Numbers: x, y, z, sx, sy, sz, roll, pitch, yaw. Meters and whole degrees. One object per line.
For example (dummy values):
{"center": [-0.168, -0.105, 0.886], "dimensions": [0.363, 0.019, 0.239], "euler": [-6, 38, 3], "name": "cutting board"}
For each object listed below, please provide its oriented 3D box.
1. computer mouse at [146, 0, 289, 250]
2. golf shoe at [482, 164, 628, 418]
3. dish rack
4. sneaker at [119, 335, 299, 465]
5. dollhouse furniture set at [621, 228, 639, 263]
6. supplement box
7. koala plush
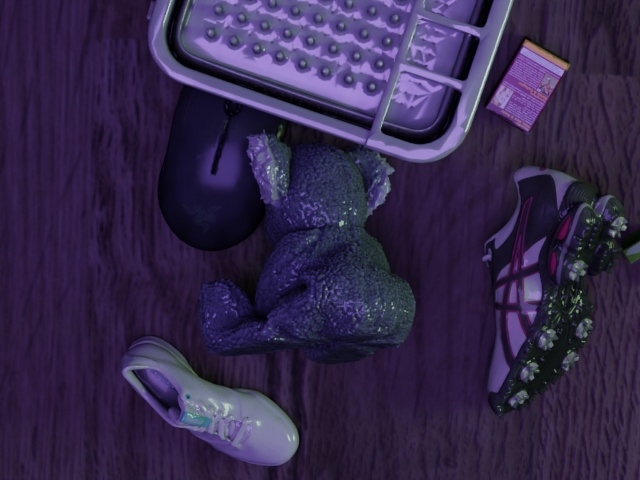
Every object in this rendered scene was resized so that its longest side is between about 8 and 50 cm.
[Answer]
{"center": [-0.104, -0.116, 1.811], "dimensions": [0.188, 0.072, 0.272], "euler": [12, 102, 2], "name": "computer mouse"}
{"center": [0.222, 0.053, 1.813], "dimensions": [0.120, 0.105, 0.273], "euler": [37, 120, 34], "name": "golf shoe"}
{"center": [0.019, -0.250, 1.747], "dimensions": [0.333, 0.072, 0.285], "euler": [19, 90, 0], "name": "dish rack"}
{"center": [-0.124, 0.184, 1.864], "dimensions": [0.212, 0.094, 0.080], "euler": [30, 102, -1], "name": "sneaker"}
{"center": [0.368, 0.056, 1.806], "dimensions": [0.076, 0.058, 0.151], "euler": [-31, 97, 11], "name": "dollhouse furniture set"}
{"center": [0.210, -0.158, 1.785], "dimensions": [0.055, 0.043, 0.083], "euler": [31, 102, -1], "name": "supplement box"}
{"center": [0.000, 0.000, 1.767], "dimensions": [0.196, 0.203, 0.221], "euler": [8, 74, -34], "name": "koala plush"}
